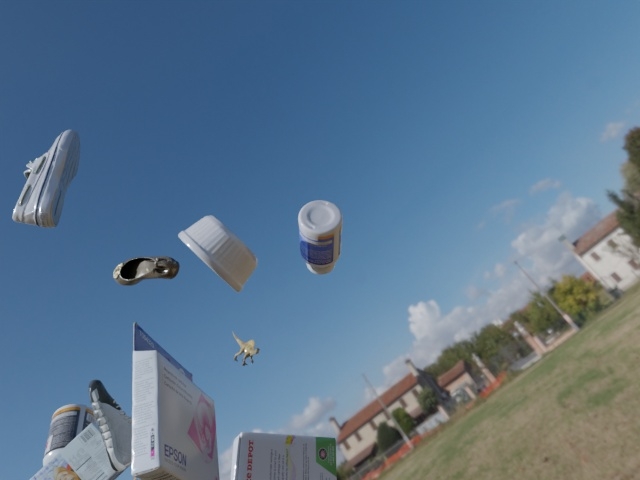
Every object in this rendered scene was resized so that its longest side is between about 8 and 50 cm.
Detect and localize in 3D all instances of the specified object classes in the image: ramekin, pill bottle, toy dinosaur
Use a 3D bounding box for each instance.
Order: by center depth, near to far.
[{"bbox_3d":[-0.323,0.034,1.641,0.127,0.273,0.273,-47,-21,-10],"label":"ramekin"},{"bbox_3d":[0.000,0.000,1.775,0.152,0.152,0.272,-27,-33,-20],"label":"pill bottle"},{"bbox_3d":[-0.270,0.398,1.815,0.053,0.183,0.093,31,-100,-39],"label":"toy dinosaur"},{"bbox_3d":[-0.919,0.758,1.846,0.162,0.278,0.162,-8,-52,-10],"label":"pill bottle"}]

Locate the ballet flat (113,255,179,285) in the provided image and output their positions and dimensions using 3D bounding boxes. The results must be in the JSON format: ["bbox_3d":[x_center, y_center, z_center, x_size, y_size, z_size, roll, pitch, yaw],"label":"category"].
[{"bbox_3d":[-0.483,0.076,1.357,0.250,0.084,0.058,-4,-22,33],"label":"ballet flat"}]

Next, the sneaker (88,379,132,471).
[{"bbox_3d":[-0.480,0.435,1.244,0.132,0.229,0.086,-18,0,-28],"label":"sneaker"}]

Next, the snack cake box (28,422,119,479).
[{"bbox_3d":[-0.670,0.650,1.364,0.264,0.152,0.089,-43,-12,-21],"label":"snack cake box"}]

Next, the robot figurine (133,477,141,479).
[{"bbox_3d":[-0.561,0.832,1.650,0.211,0.085,0.291,-4,-76,-79],"label":"robot figurine"}]

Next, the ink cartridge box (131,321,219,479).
[{"bbox_3d":[-0.317,0.386,1.131,0.071,0.330,0.324,-16,-37,3],"label":"ink cartridge box"}]

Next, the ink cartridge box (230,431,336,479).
[{"bbox_3d":[-0.103,0.644,1.372,0.278,0.201,0.117,10,-34,-16],"label":"ink cartridge box"}]

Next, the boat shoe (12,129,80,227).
[{"bbox_3d":[-0.511,-0.126,0.938,0.075,0.226,0.083,5,-39,-11],"label":"boat shoe"}]
